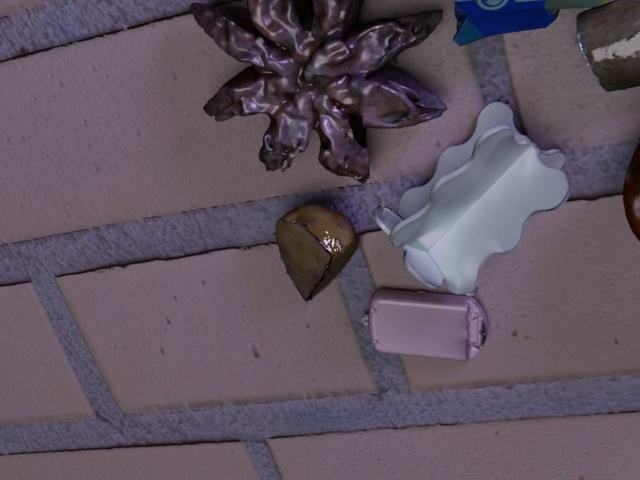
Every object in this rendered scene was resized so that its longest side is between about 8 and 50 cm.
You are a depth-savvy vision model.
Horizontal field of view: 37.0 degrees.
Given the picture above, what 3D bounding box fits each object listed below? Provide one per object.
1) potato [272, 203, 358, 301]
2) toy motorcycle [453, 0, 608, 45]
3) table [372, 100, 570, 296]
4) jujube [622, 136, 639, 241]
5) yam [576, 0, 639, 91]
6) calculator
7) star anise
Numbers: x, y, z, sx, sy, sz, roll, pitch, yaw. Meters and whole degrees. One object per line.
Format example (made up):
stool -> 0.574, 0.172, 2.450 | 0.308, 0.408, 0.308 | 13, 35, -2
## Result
potato -> 0.000, 0.000, 1.278 | 0.100, 0.089, 0.172 | 45, 157, 12
toy motorcycle -> 0.156, -0.316, 0.986 | 0.326, 0.191, 0.200 | 33, 128, -19
table -> 0.189, -0.051, 1.138 | 0.166, 0.166, 0.198 | 39, 115, -7
jujube -> 0.489, -0.053, 1.010 | 0.318, 0.223, 0.223 | 12, 122, 6
yam -> 0.407, -0.232, 0.993 | 0.259, 0.106, 0.106 | -14, 114, 26
calculator -> 0.142, 0.116, 1.314 | 0.175, 0.032, 0.100 | 5, 120, 15
star anise -> -0.010, -0.207, 1.126 | 0.332, 0.117, 0.331 | 5, 117, 10
